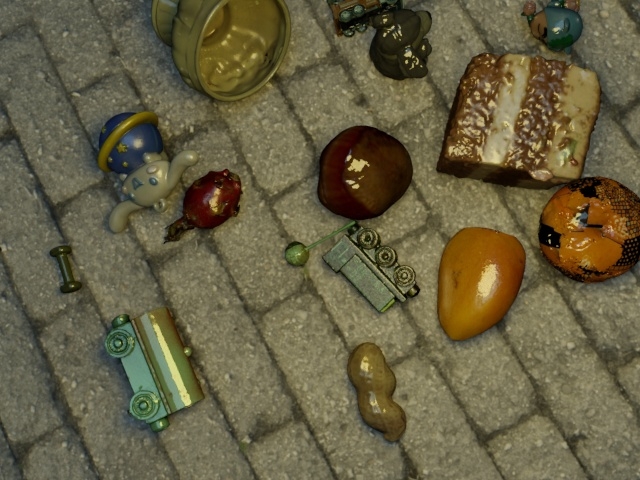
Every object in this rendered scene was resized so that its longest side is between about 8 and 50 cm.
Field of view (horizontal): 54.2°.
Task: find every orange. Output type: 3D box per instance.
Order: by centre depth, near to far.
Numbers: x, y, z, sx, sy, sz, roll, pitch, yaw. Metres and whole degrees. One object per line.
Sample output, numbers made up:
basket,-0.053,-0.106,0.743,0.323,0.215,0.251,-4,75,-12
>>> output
orange,0.595,-0.022,1.368,0.235,0.182,0.234,0,89,5

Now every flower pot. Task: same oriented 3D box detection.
flower pot,-0.244,-0.504,1.476,0.307,0.307,0.244,-47,61,-2

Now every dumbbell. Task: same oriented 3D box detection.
dumbbell,-0.628,0.071,1.541,0.052,0.046,0.117,-20,81,7

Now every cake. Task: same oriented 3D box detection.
cake,0.424,-0.249,1.380,0.291,0.282,0.255,16,90,3

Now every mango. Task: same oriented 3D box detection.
mango,0.352,0.102,1.400,0.188,0.138,0.256,9,77,19

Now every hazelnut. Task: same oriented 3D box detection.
hazelnut,0.094,-0.159,1.432,0.230,0.229,0.229,-1,82,5

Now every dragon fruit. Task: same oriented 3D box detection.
dragon fruit,-0.289,-0.072,1.506,0.246,0.125,0.125,-35,94,16

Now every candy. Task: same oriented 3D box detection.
candy,0.000,0.000,1.458,0.203,0.061,0.061,-30,79,26

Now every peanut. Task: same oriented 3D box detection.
peanut,0.127,0.342,1.412,0.104,0.085,0.227,-13,81,-15

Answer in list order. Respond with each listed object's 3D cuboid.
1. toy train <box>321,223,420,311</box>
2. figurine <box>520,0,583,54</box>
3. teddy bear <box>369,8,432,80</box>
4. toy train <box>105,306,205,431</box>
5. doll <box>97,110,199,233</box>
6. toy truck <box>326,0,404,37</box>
toy train,0.122,0.067,1.453,0.137,0.090,0.225,-44,80,5
figurine,0.554,-0.537,1.495,0.145,0.114,0.178,11,71,14
teddy bear,0.202,-0.454,1.455,0.144,0.251,0.171,-32,95,2
toy train,-0.385,0.292,1.463,0.177,0.116,0.285,-23,79,-11
doll,-0.447,-0.170,1.525,0.243,0.159,0.311,38,111,-3
toy truck,0.109,-0.592,1.553,0.178,0.080,0.115,-18,71,4
